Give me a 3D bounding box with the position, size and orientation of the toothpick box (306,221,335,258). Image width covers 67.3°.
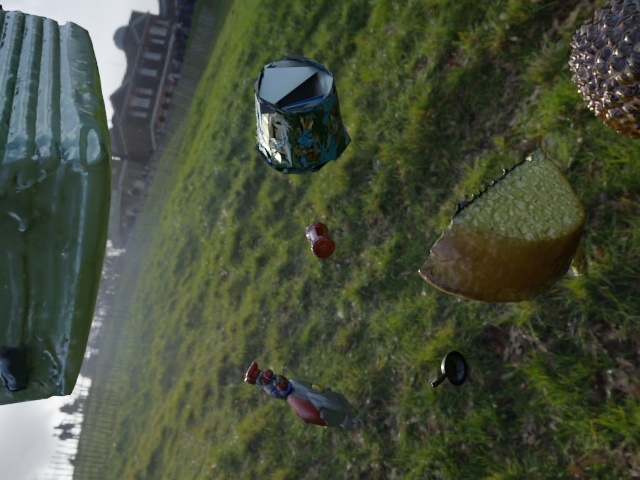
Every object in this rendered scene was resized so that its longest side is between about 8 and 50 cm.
[{"bbox_3d":[0.000,0.000,0.954,0.083,0.047,0.047,-111,30,-65],"label":"toothpick box"}]

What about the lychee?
[{"bbox_3d":[0.532,-0.286,0.743,0.267,0.268,0.267,-172,90,-80],"label":"lychee"}]

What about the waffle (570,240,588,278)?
[{"bbox_3d":[0.700,0.012,1.336,0.051,0.194,0.149,-22,30,31],"label":"waffle"}]

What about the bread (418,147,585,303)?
[{"bbox_3d":[0.246,-0.004,0.594,0.260,0.134,0.129,-36,-30,-35],"label":"bread"}]

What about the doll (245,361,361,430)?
[{"bbox_3d":[-0.027,0.249,0.759,0.062,0.195,0.104,-61,-7,-49],"label":"doll"}]

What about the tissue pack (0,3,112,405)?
[{"bbox_3d":[-0.333,-0.062,0.533,0.388,0.162,0.287,57,133,46],"label":"tissue pack"}]

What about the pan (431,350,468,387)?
[{"bbox_3d":[0.248,0.262,0.948,0.023,0.115,0.068,-24,85,51],"label":"pan"}]

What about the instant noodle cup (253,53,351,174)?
[{"bbox_3d":[-0.052,-0.297,1.125,0.178,0.240,0.240,86,-176,-57],"label":"instant noodle cup"}]
